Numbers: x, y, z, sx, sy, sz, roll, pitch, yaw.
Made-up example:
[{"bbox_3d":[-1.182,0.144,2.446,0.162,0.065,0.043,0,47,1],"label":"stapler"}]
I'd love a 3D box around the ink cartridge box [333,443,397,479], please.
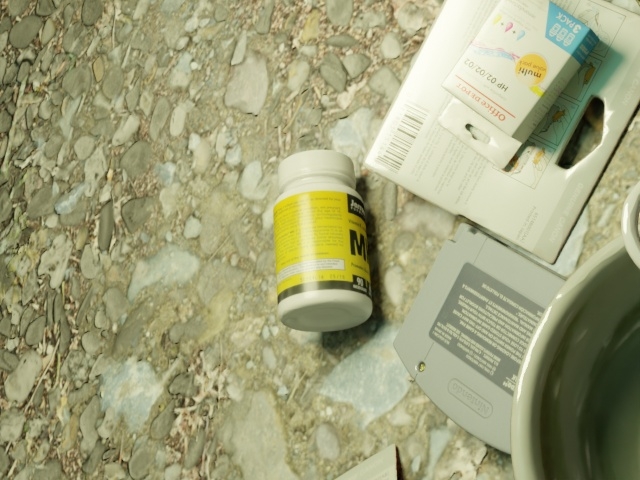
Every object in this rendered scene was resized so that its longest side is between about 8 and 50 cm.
[{"bbox_3d":[0.021,0.470,1.435,0.308,0.091,0.385,-38,35,29],"label":"ink cartridge box"}]

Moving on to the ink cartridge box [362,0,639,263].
[{"bbox_3d":[0.228,-0.158,1.448,0.261,0.066,0.296,30,98,20],"label":"ink cartridge box"}]

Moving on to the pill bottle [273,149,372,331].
[{"bbox_3d":[0.000,0.000,1.571,0.119,0.119,0.208,-22,62,37],"label":"pill bottle"}]

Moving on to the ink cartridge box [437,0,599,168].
[{"bbox_3d":[0.210,-0.181,1.387,0.104,0.061,0.181,39,101,19],"label":"ink cartridge box"}]

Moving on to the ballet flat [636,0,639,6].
[{"bbox_3d":[0.382,-0.277,1.289,0.182,0.164,0.482,-17,59,3],"label":"ballet flat"}]

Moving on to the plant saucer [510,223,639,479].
[{"bbox_3d":[0.353,0.164,0.984,0.400,0.100,0.400,-4,68,10],"label":"plant saucer"}]

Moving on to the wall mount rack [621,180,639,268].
[{"bbox_3d":[0.385,0.039,0.901,0.350,0.130,0.304,11,72,16],"label":"wall mount rack"}]

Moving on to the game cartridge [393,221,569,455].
[{"bbox_3d":[0.206,0.119,1.360,0.297,0.062,0.198,35,105,51],"label":"game cartridge"}]
